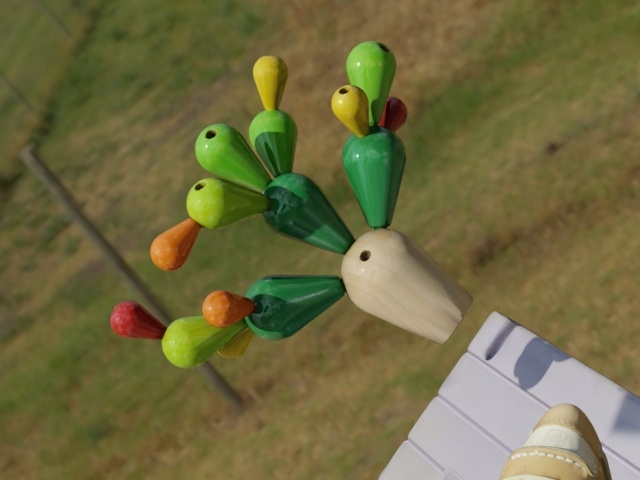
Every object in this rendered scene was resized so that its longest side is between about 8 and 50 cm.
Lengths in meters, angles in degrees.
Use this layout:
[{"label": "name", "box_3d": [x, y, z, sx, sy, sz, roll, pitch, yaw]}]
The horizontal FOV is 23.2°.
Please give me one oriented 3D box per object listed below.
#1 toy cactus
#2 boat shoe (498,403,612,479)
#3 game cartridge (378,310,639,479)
[{"label": "toy cactus", "box_3d": [0.000, 0.000, 0.890, 0.219, 0.180, 0.112, -56, 1, -16]}, {"label": "boat shoe", "box_3d": [0.106, 0.140, 0.659, 0.068, 0.190, 0.072, 12, 52, 14]}, {"label": "game cartridge", "box_3d": [0.131, 0.190, 0.924, 0.230, 0.068, 0.355, -59, 22, 2]}]
